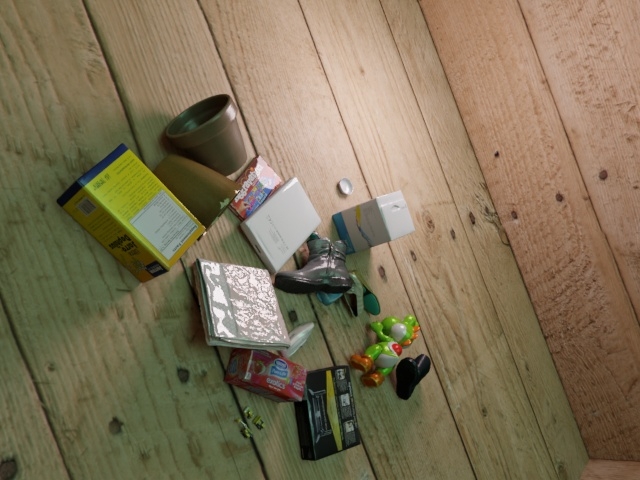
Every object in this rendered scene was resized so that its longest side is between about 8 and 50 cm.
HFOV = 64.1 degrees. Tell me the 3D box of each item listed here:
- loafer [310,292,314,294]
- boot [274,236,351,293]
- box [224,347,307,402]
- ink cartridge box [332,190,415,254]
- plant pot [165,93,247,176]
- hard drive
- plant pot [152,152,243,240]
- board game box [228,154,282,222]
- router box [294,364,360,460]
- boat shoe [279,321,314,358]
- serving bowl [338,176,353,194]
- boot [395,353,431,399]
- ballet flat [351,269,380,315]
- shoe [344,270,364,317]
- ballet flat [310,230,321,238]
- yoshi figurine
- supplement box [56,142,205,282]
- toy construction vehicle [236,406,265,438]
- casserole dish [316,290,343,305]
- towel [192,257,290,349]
[{"bbox_3d":[-0.022,0.161,2.098,0.045,0.039,0.125,33,55,-32],"label":"loafer"},{"bbox_3d":[-0.039,0.095,2.050,0.338,0.118,0.223,7,60,-30],"label":"boot"},{"bbox_3d":[-0.185,0.466,1.772,0.257,0.128,0.123,32,54,-31],"label":"box"},{"bbox_3d":[0.236,-0.078,2.265,0.198,0.270,0.197,-19,89,-45],"label":"ink cartridge box"},{"bbox_3d":[-0.380,-0.352,1.817,0.263,0.263,0.229,-61,137,-38],"label":"plant pot"},{"bbox_3d":[-0.148,-0.068,2.036,0.353,0.047,0.233,-49,118,-41],"label":"hard drive"},{"bbox_3d":[-0.433,-0.166,1.710,0.254,0.237,0.237,39,51,-10],"label":"plant pot"},{"bbox_3d":[-0.265,-0.200,2.002,0.145,0.027,0.281,47,49,-20],"label":"board game box"},{"bbox_3d":[0.022,0.644,1.941,0.243,0.081,0.309,3,74,-43],"label":"router box"},{"bbox_3d":[-0.084,0.380,1.949,0.184,0.066,0.063,-41,119,-46],"label":"boat shoe"},{"bbox_3d":[0.114,-0.250,2.381,0.083,0.027,0.083,17,65,-39],"label":"serving bowl"},{"bbox_3d":[0.422,0.568,2.290,0.207,0.094,0.247,-38,139,-44],"label":"boot"},{"bbox_3d":[0.205,0.226,2.270,0.232,0.080,0.073,57,31,-14],"label":"ballet flat"},{"bbox_3d":[0.142,0.230,2.165,0.058,0.076,0.219,-47,132,-47],"label":"shoe"},{"bbox_3d":[0.000,0.000,2.179,0.114,0.041,0.041,48,49,-22],"label":"ballet flat"},{"bbox_3d":[0.278,0.457,2.228,0.203,0.204,0.362,36,58,22],"label":"yoshi figurine"},{"bbox_3d":[-0.567,-0.074,1.549,0.356,0.195,0.194,49,48,-19],"label":"supplement box"},{"bbox_3d":[-0.235,0.621,1.737,0.086,0.035,0.098,-42,106,-43],"label":"toy construction vehicle"},{"bbox_3d":[0.055,0.197,2.163,0.188,0.037,0.114,-33,99,-46],"label":"casserole dish"},{"bbox_3d":[-0.268,0.215,1.747,0.317,0.053,0.332,14,42,-40],"label":"towel"}]
